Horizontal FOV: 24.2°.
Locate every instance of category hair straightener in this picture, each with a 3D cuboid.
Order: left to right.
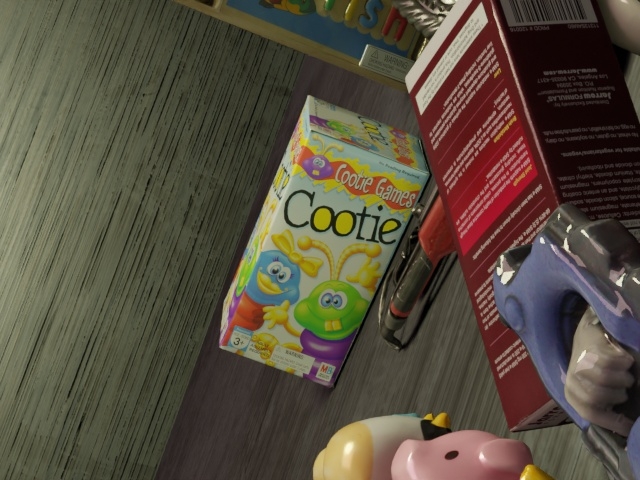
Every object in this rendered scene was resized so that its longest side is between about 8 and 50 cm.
[{"bbox_3d":[0.105,0.004,1.406,0.089,0.047,0.230,-85,13,-61],"label":"hair straightener"}]

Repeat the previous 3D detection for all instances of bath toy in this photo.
[{"bbox_3d":[0.085,0.167,0.865,0.129,0.151,0.348,-43,7,-12],"label":"bath toy"}]

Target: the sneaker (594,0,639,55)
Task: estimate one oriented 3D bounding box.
[{"bbox_3d":[0.225,-0.250,0.958,0.148,0.131,0.350,-55,27,32],"label":"sneaker"}]

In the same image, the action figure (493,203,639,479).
[{"bbox_3d":[0.211,0.053,0.440,0.341,0.178,0.330,59,141,44],"label":"action figure"}]

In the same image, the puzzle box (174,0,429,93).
[{"bbox_3d":[-0.001,-0.361,1.774,0.052,0.409,0.272,29,100,52],"label":"puzzle box"}]

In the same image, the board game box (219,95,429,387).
[{"bbox_3d":[0.000,0.000,1.693,0.144,0.142,0.275,-94,26,-70],"label":"board game box"}]

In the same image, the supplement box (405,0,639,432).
[{"bbox_3d":[0.130,-0.025,0.859,0.130,0.073,0.239,126,135,-60],"label":"supplement box"}]

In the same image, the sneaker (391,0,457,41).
[{"bbox_3d":[0.142,-0.303,1.617,0.145,0.147,0.384,-40,36,15],"label":"sneaker"}]
